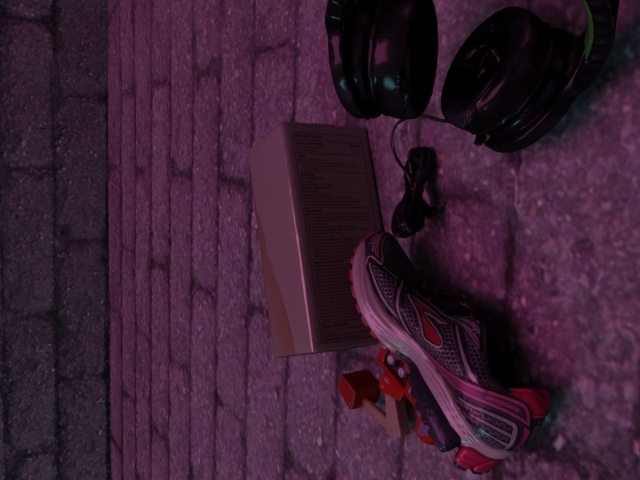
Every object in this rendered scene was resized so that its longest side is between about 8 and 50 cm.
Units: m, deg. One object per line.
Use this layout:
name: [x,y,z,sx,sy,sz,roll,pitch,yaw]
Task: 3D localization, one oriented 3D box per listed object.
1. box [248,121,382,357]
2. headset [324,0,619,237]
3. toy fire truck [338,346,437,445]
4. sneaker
box: [0.000,0.000,0.895,0.121,0.147,0.311,-24,70,57]
headset: [0.119,-0.144,0.617,0.394,0.243,0.185,92,-167,-71]
toy fire truck: [0.102,0.210,0.833,0.192,0.047,0.135,48,131,45]
sneaker: [0.140,0.102,0.717,0.112,0.120,0.299,-49,55,26]
